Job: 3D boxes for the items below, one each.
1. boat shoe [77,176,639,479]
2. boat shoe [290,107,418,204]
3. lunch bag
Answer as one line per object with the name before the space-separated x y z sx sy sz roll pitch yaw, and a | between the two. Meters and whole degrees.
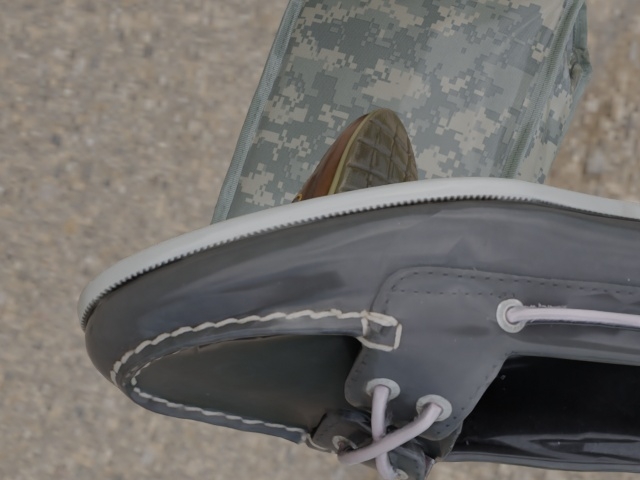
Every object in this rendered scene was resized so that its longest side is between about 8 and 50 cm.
boat shoe | 0.088 0.044 0.569 0.335 0.112 0.095 -2 61 -16
boat shoe | 0.000 0.001 0.801 0.064 0.060 0.178 57 39 -33
lunch bag | 0.066 -0.075 1.327 0.169 0.235 0.287 61 50 -68
